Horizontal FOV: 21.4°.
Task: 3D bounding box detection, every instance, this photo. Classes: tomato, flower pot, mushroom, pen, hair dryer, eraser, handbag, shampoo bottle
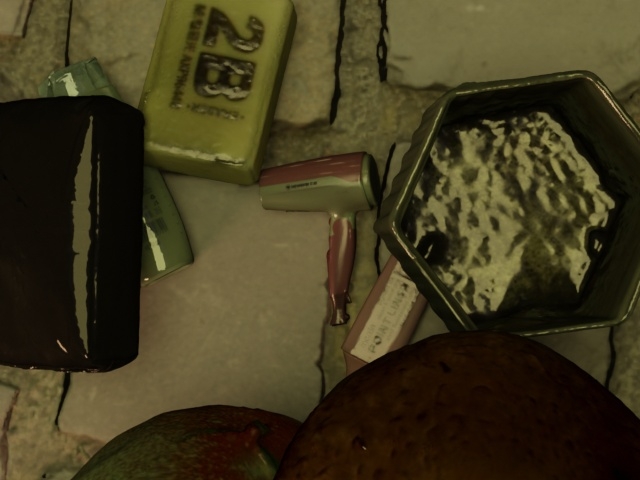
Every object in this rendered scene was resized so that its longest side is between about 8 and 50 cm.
[{"bbox_3d":[-0.094,0.290,1.410,0.239,0.303,0.303,-22,85,42],"label":"tomato"},{"bbox_3d":[0.168,-0.025,1.427,0.239,0.189,0.209,-8,88,-2],"label":"flower pot"},{"bbox_3d":[0.119,0.232,1.314,0.334,0.356,0.331,14,97,-1],"label":"mushroom"},{"bbox_3d":[0.062,0.067,1.529,0.053,0.032,0.197,26,90,6],"label":"pen"},{"bbox_3d":[0.007,0.002,1.532,0.106,0.054,0.154,-9,91,10],"label":"hair dryer"},{"bbox_3d":[-0.095,-0.145,1.523,0.117,0.058,0.172,12,77,4],"label":"eraser"},{"bbox_3d":[-0.261,-0.008,1.505,0.223,0.080,0.247,1,88,34],"label":"handbag"},{"bbox_3d":[-0.186,-0.063,1.552,0.072,0.049,0.212,-25,86,1],"label":"shampoo bottle"}]
